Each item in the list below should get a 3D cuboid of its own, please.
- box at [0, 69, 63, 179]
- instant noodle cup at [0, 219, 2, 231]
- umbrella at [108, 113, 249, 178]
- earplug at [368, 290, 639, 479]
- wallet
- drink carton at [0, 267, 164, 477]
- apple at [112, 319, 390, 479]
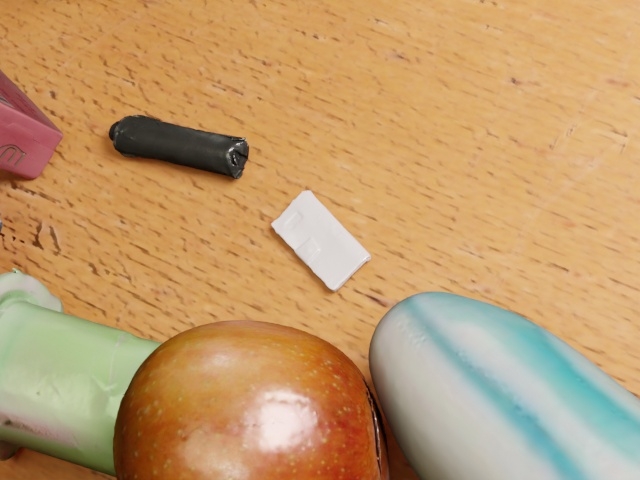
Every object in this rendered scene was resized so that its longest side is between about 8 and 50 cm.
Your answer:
[{"bbox_3d":[-0.307,-0.127,1.311,0.060,0.111,0.156,-49,62,8],"label":"box"},{"bbox_3d":[-0.428,0.028,1.229,0.302,0.181,0.258,-43,71,21],"label":"instant noodle cup"},{"bbox_3d":[-0.118,-0.081,1.270,0.133,0.031,0.036,14,52,24],"label":"umbrella"},{"bbox_3d":[0.151,0.148,1.018,0.185,0.185,0.324,-47,59,1],"label":"earplug"},{"bbox_3d":[0.000,0.000,1.208,0.044,0.011,0.083,-45,64,2],"label":"wallet"},{"bbox_3d":[-0.192,0.114,1.177,0.142,0.144,0.146,16,79,18],"label":"drink carton"},{"bbox_3d":[-0.036,0.154,1.044,0.173,0.235,0.210,-12,92,13],"label":"apple"}]
